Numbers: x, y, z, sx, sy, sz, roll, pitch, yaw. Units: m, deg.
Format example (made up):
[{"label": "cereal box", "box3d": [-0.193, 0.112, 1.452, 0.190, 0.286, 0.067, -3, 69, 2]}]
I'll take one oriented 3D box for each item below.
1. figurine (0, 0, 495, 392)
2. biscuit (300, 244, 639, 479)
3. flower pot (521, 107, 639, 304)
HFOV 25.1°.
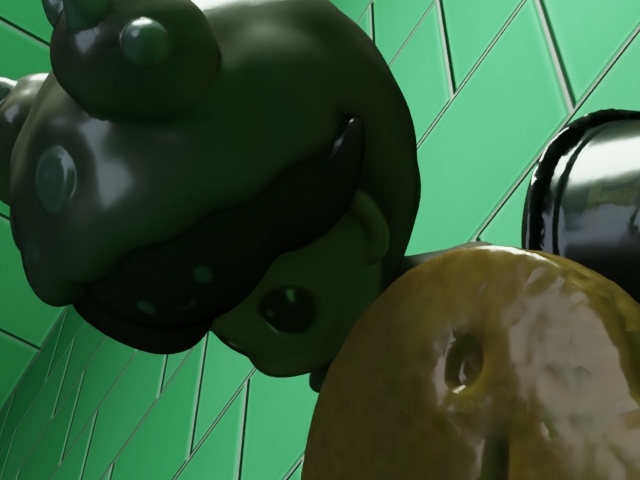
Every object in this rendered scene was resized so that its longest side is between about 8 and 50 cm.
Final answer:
[{"label": "figurine", "box3d": [0.001, 0.001, 0.754, 0.203, 0.380, 0.248, -62, 15, -21]}, {"label": "biscuit", "box3d": [0.097, 0.138, 0.528, 0.355, 0.052, 0.275, 48, 118, 46]}, {"label": "flower pot", "box3d": [0.179, 0.007, 0.625, 0.107, 0.157, 0.157, -16, 46, 50]}]
